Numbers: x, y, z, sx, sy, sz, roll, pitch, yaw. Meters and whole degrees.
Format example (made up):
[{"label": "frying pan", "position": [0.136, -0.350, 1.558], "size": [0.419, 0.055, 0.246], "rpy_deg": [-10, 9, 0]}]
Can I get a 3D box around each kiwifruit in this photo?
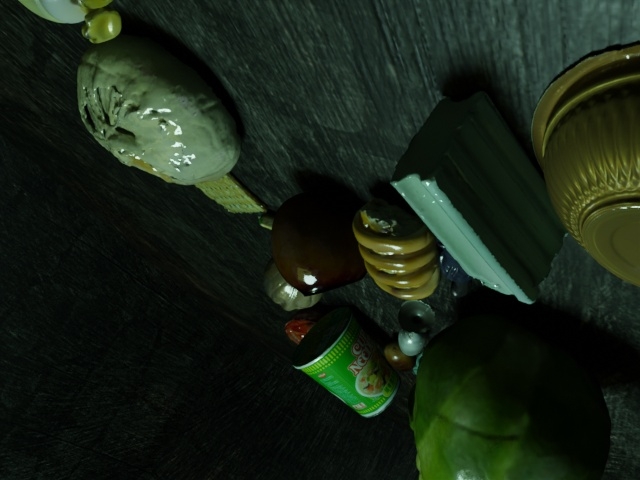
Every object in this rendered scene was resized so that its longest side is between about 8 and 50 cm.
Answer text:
[{"label": "kiwifruit", "position": [0.200, 0.286, 1.429], "size": [0.075, 0.075, 0.124], "rpy_deg": [22, 166, 31]}]

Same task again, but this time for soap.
[{"label": "soap", "position": [0.165, -0.037, 0.569], "size": [0.198, 0.115, 0.063], "rpy_deg": [45, 160, -29]}]

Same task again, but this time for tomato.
[{"label": "tomato", "position": [0.020, 0.265, 1.649], "size": [0.227, 0.101, 0.228], "rpy_deg": [23, 147, 16]}]

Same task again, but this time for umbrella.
[{"label": "umbrella", "position": [0.191, 0.017, 0.770], "size": [0.070, 0.071, 0.248], "rpy_deg": [25, 165, 25]}]

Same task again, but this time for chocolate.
[{"label": "chocolate", "position": [0.000, 0.000, 0.908], "size": [0.176, 0.177, 0.177], "rpy_deg": [30, 162, 11]}]

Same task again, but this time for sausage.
[{"label": "sausage", "position": [-0.026, -0.013, 1.092], "size": [0.269, 0.033, 0.033], "rpy_deg": [19, 158, 38]}]

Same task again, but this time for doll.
[{"label": "doll", "position": [-0.343, -0.337, 0.642], "size": [0.296, 0.117, 0.141], "rpy_deg": [31, 156, 7]}]

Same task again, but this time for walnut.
[{"label": "walnut", "position": [-0.054, 0.083, 1.236], "size": [0.140, 0.140, 0.162], "rpy_deg": [35, 172, -7]}]

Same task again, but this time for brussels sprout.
[{"label": "brussels sprout", "position": [0.285, 0.275, 0.910], "size": [0.275, 0.315, 0.371], "rpy_deg": [7, -163, 1]}]

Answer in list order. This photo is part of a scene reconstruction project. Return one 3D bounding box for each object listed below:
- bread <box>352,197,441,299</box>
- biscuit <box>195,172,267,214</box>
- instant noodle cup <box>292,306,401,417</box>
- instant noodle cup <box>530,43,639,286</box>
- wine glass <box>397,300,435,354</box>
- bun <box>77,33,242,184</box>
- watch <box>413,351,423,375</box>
[{"label": "bread", "position": [0.112, 0.016, 0.820], "size": [0.119, 0.084, 0.177], "rpy_deg": [15, 144, 34]}, {"label": "biscuit", "position": [-0.200, -0.102, 1.186], "size": [0.144, 0.016, 0.203], "rpy_deg": [43, 159, -27]}, {"label": "instant noodle cup", "position": [0.076, 0.319, 1.463], "size": [0.233, 0.207, 0.207], "rpy_deg": [46, 160, -14]}, {"label": "instant noodle cup", "position": [0.281, -0.022, 0.445], "size": [0.274, 0.091, 0.274], "rpy_deg": [29, 162, 11]}, {"label": "wine glass", "position": [0.196, 0.195, 1.213], "size": [0.074, 0.074, 0.262], "rpy_deg": [28, 163, 16]}, {"label": "bun", "position": [-0.259, -0.177, 0.879], "size": [0.287, 0.146, 0.287], "rpy_deg": [32, 164, 11]}, {"label": "watch", "position": [0.333, 0.344, 1.375], "size": [0.195, 0.068, 0.237], "rpy_deg": [45, 163, -27]}]
